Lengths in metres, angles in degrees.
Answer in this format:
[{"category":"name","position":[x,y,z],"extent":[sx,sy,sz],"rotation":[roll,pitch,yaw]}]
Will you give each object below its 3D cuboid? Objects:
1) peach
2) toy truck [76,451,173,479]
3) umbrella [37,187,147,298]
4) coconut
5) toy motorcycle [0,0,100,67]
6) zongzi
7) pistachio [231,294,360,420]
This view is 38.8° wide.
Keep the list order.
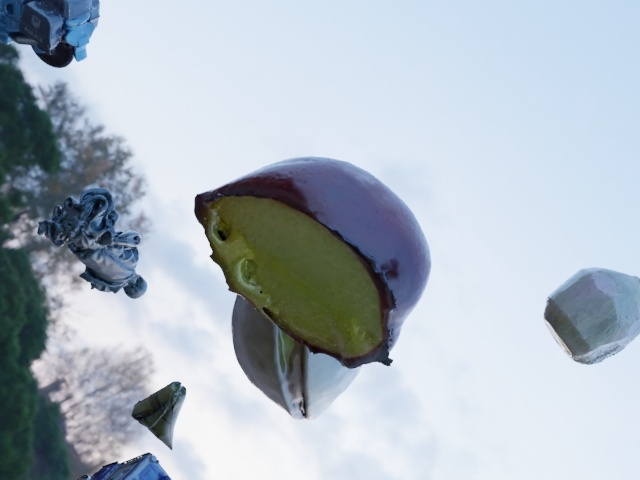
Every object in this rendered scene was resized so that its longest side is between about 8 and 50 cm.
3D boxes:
[{"category":"peach","position":[0.000,0.000,1.324],"extent":[0.362,0.201,0.257],"rotation":[32,-46,4]},{"category":"toy truck","position":[-0.278,0.375,1.039],"extent":[0.155,0.268,0.124],"rotation":[-30,-79,42]},{"category":"umbrella","position":[-0.422,0.019,1.775],"extent":[0.349,0.143,0.094],"rotation":[66,7,-61]},{"category":"coconut","position":[0.333,0.085,1.083],"extent":[0.110,0.124,0.110],"rotation":[56,3,-4]},{"category":"toy motorcycle","position":[-0.404,-0.343,1.171],"extent":[0.272,0.123,0.182],"rotation":[33,-49,8]},{"category":"zongzi","position":[-0.190,0.228,1.169],"extent":[0.083,0.076,0.040],"rotation":[53,16,-18]},{"category":"pistachio","position":[-0.037,0.178,1.845],"extent":[0.445,0.282,0.365],"rotation":[78,11,-61]}]
